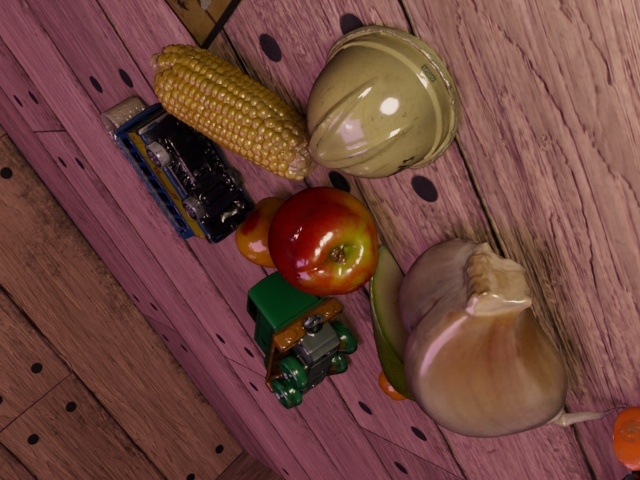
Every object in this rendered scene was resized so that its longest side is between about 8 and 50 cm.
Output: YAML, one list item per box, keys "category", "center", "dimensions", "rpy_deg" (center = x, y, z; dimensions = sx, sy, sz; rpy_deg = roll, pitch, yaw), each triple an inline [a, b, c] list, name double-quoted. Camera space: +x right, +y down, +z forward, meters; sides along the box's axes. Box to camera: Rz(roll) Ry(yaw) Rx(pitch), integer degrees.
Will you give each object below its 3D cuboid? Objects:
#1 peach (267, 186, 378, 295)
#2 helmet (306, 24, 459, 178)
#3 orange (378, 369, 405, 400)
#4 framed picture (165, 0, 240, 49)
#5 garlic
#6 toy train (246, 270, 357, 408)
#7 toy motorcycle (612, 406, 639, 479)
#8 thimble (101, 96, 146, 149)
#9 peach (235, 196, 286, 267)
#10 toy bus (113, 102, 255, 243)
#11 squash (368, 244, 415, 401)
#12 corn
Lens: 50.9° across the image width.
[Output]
- category: "peach"
  center: [0.000, 0.000, 1.125]
  dimensions: [0.197, 0.197, 0.197]
  rpy_deg: [37, 153, 23]
- category: "helmet"
  center: [0.047, -0.149, 0.877]
  dimensions: [0.204, 0.137, 0.257]
  rpy_deg: [50, 155, -6]
- category: "orange"
  center: [0.163, 0.301, 1.422]
  dimensions: [0.083, 0.070, 0.083]
  rpy_deg: [40, 159, 19]
- category: "framed picture"
  center: [-0.203, -0.449, 0.989]
  dimensions: [0.255, 0.014, 0.339]
  rpy_deg: [53, 155, -10]
- category: "garlic"
  center: [0.247, 0.149, 0.997]
  dimensions: [0.246, 0.231, 0.340]
  rpy_deg: [-35, 120, 22]
- category: "toy train"
  center: [-0.066, 0.229, 1.576]
  dimensions: [0.249, 0.178, 0.429]
  rpy_deg: [50, 156, 18]
- category: "toy motorcycle"
  center: [0.470, 0.312, 0.873]
  dimensions: [0.221, 0.148, 0.325]
  rpy_deg: [17, 141, 10]
- category: "thimble"
  center: [-0.439, -0.268, 1.543]
  dimensions: [0.102, 0.090, 0.115]
  rpy_deg: [57, 156, -12]
- category: "peach"
  center: [-0.091, -0.011, 1.298]
  dimensions: [0.138, 0.138, 0.138]
  rpy_deg: [37, 153, 23]
- category: "toy bus"
  center: [-0.282, -0.142, 1.414]
  dimensions: [0.175, 0.138, 0.287]
  rpy_deg: [8, 134, 53]
- category: "squash"
  center: [0.160, 0.172, 1.200]
  dimensions: [0.203, 0.111, 0.288]
  rpy_deg: [31, 149, 29]
- category: "corn"
  center: [-0.147, -0.214, 1.105]
  dimensions: [0.347, 0.130, 0.130]
  rpy_deg: [35, 153, 16]
